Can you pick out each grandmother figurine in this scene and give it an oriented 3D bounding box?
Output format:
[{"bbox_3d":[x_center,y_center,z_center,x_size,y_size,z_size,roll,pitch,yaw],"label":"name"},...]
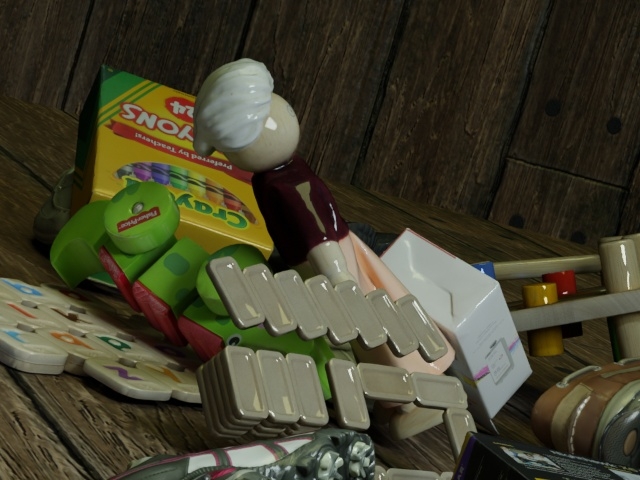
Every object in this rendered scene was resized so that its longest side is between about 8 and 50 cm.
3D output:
[{"bbox_3d":[0.000,0.000,1.703,0.342,0.104,0.208,59,-14,-13],"label":"grandmother figurine"}]

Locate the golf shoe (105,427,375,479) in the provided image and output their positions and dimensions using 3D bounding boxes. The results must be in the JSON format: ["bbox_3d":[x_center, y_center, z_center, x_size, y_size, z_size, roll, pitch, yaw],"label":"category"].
[{"bbox_3d":[-0.054,0.156,1.192,0.120,0.105,0.273,12,4,27],"label":"golf shoe"}]

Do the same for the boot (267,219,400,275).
[{"bbox_3d":[-0.040,0.020,2.359,0.222,0.118,0.338,12,-2,16],"label":"boot"}]

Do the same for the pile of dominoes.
[{"bbox_3d":[0.015,0.120,1.545,0.251,0.040,0.196,12,53,-41],"label":"pile of dominoes"}]

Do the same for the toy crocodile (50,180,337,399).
[{"bbox_3d":[-0.111,0.049,1.739,0.340,0.105,0.115,32,-21,39],"label":"toy crocodile"}]

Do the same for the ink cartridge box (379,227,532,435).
[{"bbox_3d":[0.124,0.088,1.850,0.115,0.067,0.198,33,-20,34],"label":"ink cartridge box"}]

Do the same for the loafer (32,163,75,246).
[{"bbox_3d":[-0.254,-0.047,2.248,0.112,0.111,0.319,17,8,-6],"label":"loafer"}]

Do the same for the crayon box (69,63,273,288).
[{"bbox_3d":[-0.156,-0.050,2.119,0.202,0.081,0.318,18,31,-16],"label":"crayon box"}]

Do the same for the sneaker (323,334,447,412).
[{"bbox_3d":[0.013,0.086,1.826,0.232,0.115,0.090,18,7,6],"label":"sneaker"}]

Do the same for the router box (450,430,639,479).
[{"bbox_3d":[0.269,0.234,1.409,0.308,0.081,0.243,14,8,-21],"label":"router box"}]

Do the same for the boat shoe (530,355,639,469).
[{"bbox_3d":[0.301,0.160,1.925,0.120,0.123,0.324,17,5,28],"label":"boat shoe"}]

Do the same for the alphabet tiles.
[{"bbox_3d":[-0.190,0.088,1.714,0.278,0.021,0.284,26,11,40],"label":"alphabet tiles"}]

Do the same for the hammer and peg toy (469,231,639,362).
[{"bbox_3d":[0.252,0.074,2.161,0.265,0.127,0.361,-11,0,15],"label":"hammer and peg toy"}]
